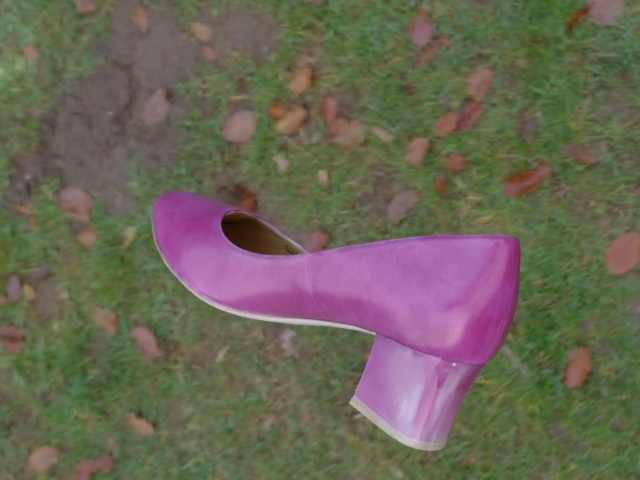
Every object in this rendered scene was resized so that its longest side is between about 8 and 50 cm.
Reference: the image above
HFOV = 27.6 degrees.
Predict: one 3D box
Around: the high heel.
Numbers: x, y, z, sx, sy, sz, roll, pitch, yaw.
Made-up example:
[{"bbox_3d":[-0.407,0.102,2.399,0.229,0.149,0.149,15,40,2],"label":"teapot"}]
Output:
[{"bbox_3d":[0.000,0.000,0.692,0.244,0.082,0.117,38,114,42],"label":"high heel"}]
